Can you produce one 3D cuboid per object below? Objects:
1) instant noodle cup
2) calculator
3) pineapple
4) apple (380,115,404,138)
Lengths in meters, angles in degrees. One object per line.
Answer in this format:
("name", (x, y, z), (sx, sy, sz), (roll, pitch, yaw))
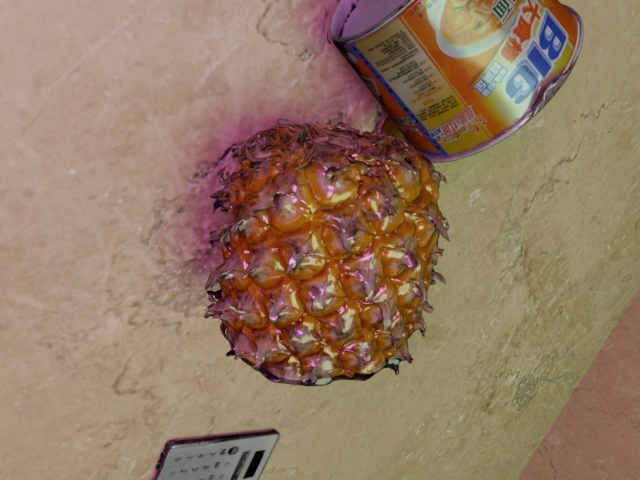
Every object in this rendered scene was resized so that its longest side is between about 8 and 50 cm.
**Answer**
("instant noodle cup", (0.160, -0.279, 0.799), (0.214, 0.296, 0.296), (37, 92, -29))
("calculator", (-0.204, 0.442, 1.159), (0.261, 0.021, 0.161), (9, 111, -42))
("pineapple", (0.001, -0.002, 0.816), (0.352, 0.352, 0.301), (-13, 118, -33))
("apple", (0.144, -0.177, 0.996), (0.089, 0.074, 0.090), (-27, 152, -16))
